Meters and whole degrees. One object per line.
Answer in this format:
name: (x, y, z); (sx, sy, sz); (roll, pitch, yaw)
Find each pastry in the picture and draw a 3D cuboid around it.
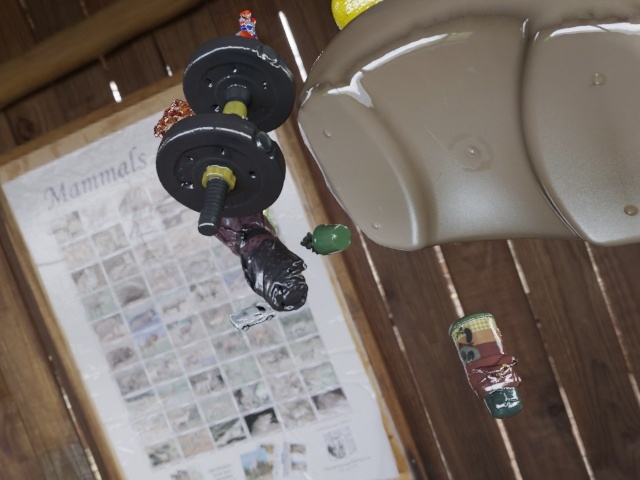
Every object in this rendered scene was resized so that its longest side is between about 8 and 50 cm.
pastry: (-0.262, -0.240, 1.211); (0.115, 0.097, 0.208); (21, -4, -40)

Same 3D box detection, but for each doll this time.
doll: (-0.186, -0.494, 1.473); (0.062, 0.195, 0.104); (-3, -27, 4)

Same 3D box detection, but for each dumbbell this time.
dumbbell: (-0.105, -0.135, 0.696); (0.143, 0.143, 0.326); (-19, 46, 26)

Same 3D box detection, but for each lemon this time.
lemon: (0.075, -0.409, 1.031); (0.109, 0.133, 0.109); (-26, 28, 15)

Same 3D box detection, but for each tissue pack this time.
tissue pack: (0.192, -0.151, 0.602); (0.387, 0.268, 0.277); (-2, 36, 43)

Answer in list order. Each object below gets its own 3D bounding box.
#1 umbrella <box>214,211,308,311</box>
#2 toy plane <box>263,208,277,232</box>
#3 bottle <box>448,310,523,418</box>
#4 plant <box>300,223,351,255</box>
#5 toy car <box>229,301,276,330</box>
umbrella: (-0.110, -0.002, 0.929); (0.090, 0.094, 0.326); (-50, 42, 7)
toy plane: (-0.149, -0.046, 1.465); (0.102, 0.111, 0.040); (6, -11, 25)
bottle: (0.445, 0.326, 1.537); (0.143, 0.271, 0.156); (-29, -35, 18)
plant: (0.000, 0.000, 0.916); (0.051, 0.051, 0.102); (-22, 7, -39)
toy car: (-0.122, 0.136, 1.084); (0.093, 0.025, 0.041); (-21, 45, -33)
